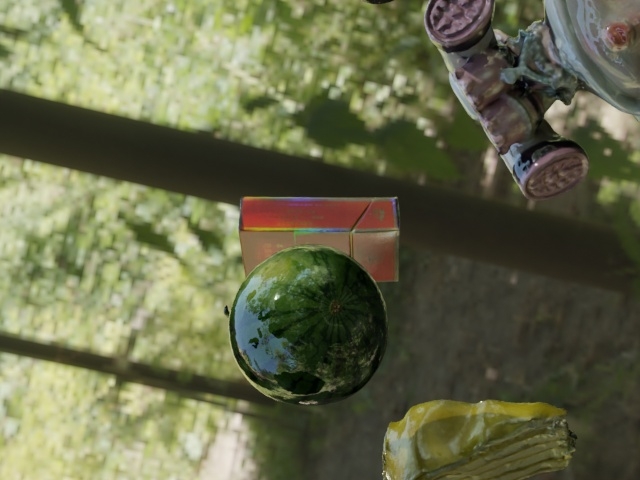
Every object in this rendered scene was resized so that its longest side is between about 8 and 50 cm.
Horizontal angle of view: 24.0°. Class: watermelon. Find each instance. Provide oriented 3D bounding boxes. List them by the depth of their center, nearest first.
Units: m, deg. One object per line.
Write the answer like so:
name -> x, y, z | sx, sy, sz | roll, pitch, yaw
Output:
watermelon -> -0.017, 0.076, 1.323 | 0.187, 0.141, 0.140 | 155, 127, -70

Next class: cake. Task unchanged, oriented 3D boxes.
cake -> 0.141, 0.205, 1.408 | 0.116, 0.185, 0.080 | -65, -21, -46

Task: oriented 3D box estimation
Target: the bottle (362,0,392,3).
bottle -> 0.016, -0.198, 0.944 | 0.164, 0.060, 0.060 | 30, -110, -69

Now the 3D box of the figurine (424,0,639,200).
figurine -> 0.295, -0.238, 1.589 | 0.361, 0.253, 0.211 | -29, 28, 14

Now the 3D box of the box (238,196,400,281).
box -> 0.000, 0.001, 1.658 | 0.112, 0.175, 0.048 | 85, -174, -57
